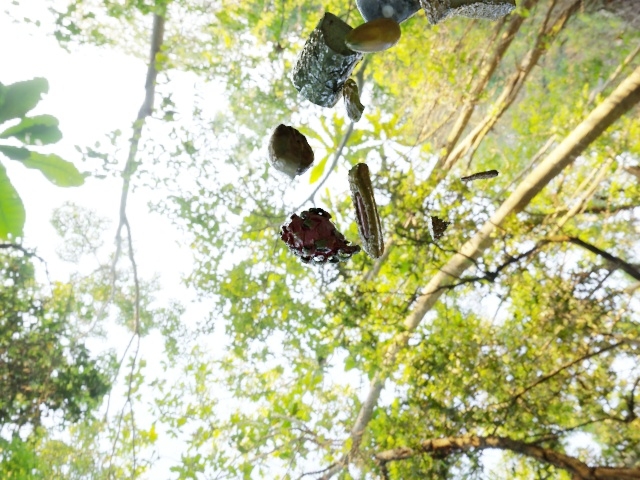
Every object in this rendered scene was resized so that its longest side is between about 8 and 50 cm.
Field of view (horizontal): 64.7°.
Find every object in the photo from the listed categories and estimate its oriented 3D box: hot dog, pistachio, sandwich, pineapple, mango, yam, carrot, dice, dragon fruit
[{"bbox_3d":[0.128,-0.079,1.428,0.068,0.288,0.083,-4,-154,26],"label":"hot dog"},{"bbox_3d":[-0.093,-0.259,1.438,0.131,0.165,0.210,-13,-140,-22],"label":"pistachio"},{"bbox_3d":[0.101,-0.436,1.622,0.049,0.173,0.089,-40,-121,-15],"label":"pistachio"},{"bbox_3d":[0.364,-0.720,1.353,0.301,0.099,0.271,-19,-95,-33],"label":"sandwich"},{"bbox_3d":[0.513,-0.058,2.182,0.114,0.114,0.077,-11,-176,-19],"label":"pineapple"},{"bbox_3d":[0.156,-0.603,1.495,0.165,0.089,0.115,-8,-140,12],"label":"mango"},{"bbox_3d":[0.032,-0.584,1.653,0.203,0.271,0.201,25,-137,-13],"label":"yam"},{"bbox_3d":[0.650,-0.264,2.077,0.165,0.035,0.036,-6,-164,35],"label":"carrot"},{"bbox_3d":[0.240,-0.834,1.736,0.183,0.182,0.182,56,-141,-15],"label":"dice"},{"bbox_3d":[-0.009,0.003,1.839,0.273,0.198,0.218,47,-164,-5],"label":"dragon fruit"}]
